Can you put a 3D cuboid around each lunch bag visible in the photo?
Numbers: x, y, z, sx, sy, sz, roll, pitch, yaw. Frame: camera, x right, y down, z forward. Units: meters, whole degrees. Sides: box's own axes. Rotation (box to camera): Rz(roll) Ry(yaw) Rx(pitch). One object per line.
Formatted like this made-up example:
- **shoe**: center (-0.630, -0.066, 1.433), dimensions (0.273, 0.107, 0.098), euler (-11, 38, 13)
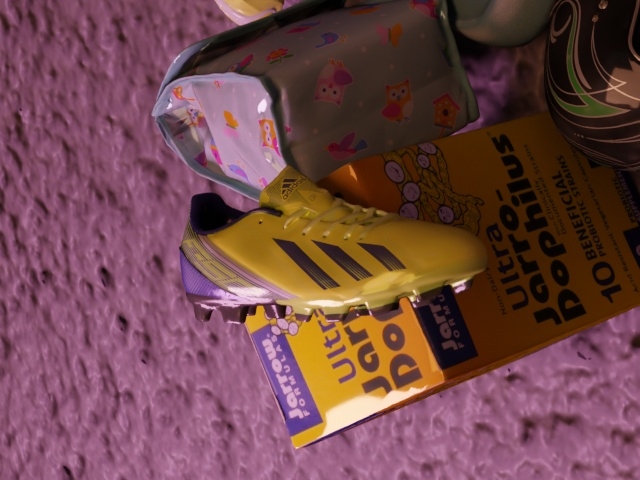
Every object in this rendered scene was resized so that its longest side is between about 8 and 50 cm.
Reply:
- **lunch bag**: center (-0.016, -0.142, 1.711), dimensions (0.262, 0.223, 0.160), euler (14, 126, 59)

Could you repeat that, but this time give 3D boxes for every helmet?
- **helmet**: center (0.273, -0.136, 1.522), dimensions (0.169, 0.169, 0.161), euler (-29, 65, 43)

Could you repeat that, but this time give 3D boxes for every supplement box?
- **supplement box**: center (0.117, 0.023, 1.574), dimensions (0.195, 0.356, 0.194), euler (-30, 81, 43)

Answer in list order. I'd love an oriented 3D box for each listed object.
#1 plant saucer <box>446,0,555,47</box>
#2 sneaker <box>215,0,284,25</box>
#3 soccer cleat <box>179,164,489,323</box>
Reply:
- **plant saucer**: center (0.107, -0.315, 1.609), dimensions (0.317, 0.044, 0.317), euler (55, 159, 32)
- **sneaker**: center (-0.089, -0.341, 1.873), dimensions (0.126, 0.091, 0.240), euler (-41, 72, 22)
- **soccer cleat**: center (-0.001, 0.000, 1.368), dimensions (0.289, 0.093, 0.121), euler (-4, 91, 42)
